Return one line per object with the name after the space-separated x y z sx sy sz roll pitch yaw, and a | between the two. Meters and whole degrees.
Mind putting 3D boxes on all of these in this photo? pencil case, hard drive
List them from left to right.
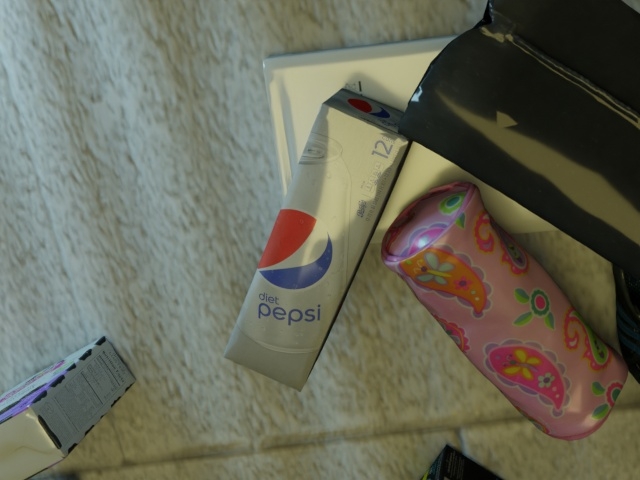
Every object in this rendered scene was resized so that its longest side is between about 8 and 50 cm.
0.107 -0.101 1.055 0.307 0.040 0.203 -4 106 13 | hard drive
0.186 0.071 1.032 0.124 0.124 0.284 -38 109 19 | pencil case

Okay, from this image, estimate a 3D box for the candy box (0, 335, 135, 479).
-0.319 0.201 1.153 0.165 0.196 0.070 -30 98 18 | candy box

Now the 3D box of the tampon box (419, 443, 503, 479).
0.132 0.333 1.141 0.101 0.120 0.161 32 110 0 | tampon box

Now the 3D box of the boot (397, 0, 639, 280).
0.252 0.005 0.885 0.445 0.146 0.367 39 74 3 | boot

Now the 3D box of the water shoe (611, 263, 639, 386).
0.329 0.081 1.044 0.073 0.080 0.203 -15 103 16 | water shoe

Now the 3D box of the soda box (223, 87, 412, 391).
0.000 0.000 1.037 0.091 0.098 0.286 24 111 4 | soda box
